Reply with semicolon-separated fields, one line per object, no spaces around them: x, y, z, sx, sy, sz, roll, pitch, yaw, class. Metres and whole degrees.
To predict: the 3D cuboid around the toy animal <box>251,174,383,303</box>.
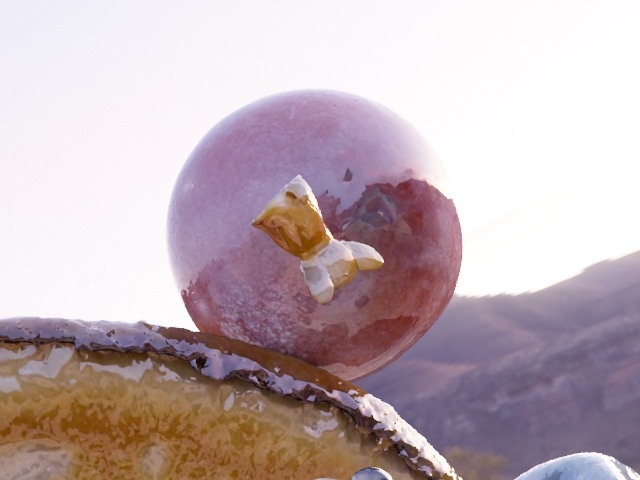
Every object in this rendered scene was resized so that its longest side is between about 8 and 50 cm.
0.000;0.000;0.799;0.060;0.083;0.081;-46;4;-31;toy animal

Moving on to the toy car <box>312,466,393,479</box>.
0.046;0.207;0.731;0.139;0.112;0.112;15;3;12;toy car

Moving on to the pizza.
-0.066;0.231;1.023;0.391;0.435;0.080;-14;17;-3;pizza

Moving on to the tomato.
-0.001;-0.006;1.091;0.270;0.270;0.227;-18;-1;-20;tomato

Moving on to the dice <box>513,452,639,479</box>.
0.257;0.373;1.101;0.268;0.262;0.265;-48;17;8;dice
